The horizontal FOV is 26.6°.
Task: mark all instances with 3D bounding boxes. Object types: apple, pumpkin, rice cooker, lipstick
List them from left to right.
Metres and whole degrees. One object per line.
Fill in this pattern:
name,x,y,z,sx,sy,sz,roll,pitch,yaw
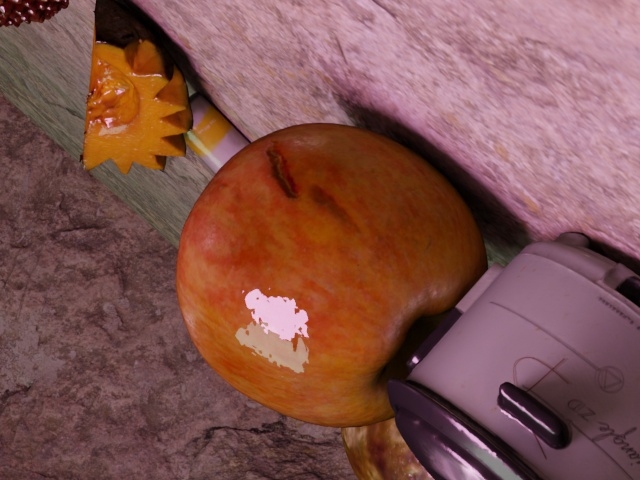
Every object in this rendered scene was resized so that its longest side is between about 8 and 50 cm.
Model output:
pumpkin,-0.211,-0.197,1.598,0.130,0.149,0.254,5,147,-8
lipstick,-0.081,-0.074,1.696,0.264,0.059,0.059,46,170,-16
apple,0.019,0.035,1.152,0.264,0.264,0.264,41,171,8
rice cooker,0.182,0.141,1.028,0.241,0.227,0.280,39,171,20

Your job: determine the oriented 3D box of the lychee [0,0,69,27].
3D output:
lychee,-0.281,-0.277,1.207,0.188,0.188,0.188,41,171,8

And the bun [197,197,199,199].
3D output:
bun,-0.109,-0.026,1.956,0.138,0.094,0.138,49,-155,-33

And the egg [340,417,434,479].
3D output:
egg,0.153,0.197,1.342,0.289,0.238,0.238,18,161,24
